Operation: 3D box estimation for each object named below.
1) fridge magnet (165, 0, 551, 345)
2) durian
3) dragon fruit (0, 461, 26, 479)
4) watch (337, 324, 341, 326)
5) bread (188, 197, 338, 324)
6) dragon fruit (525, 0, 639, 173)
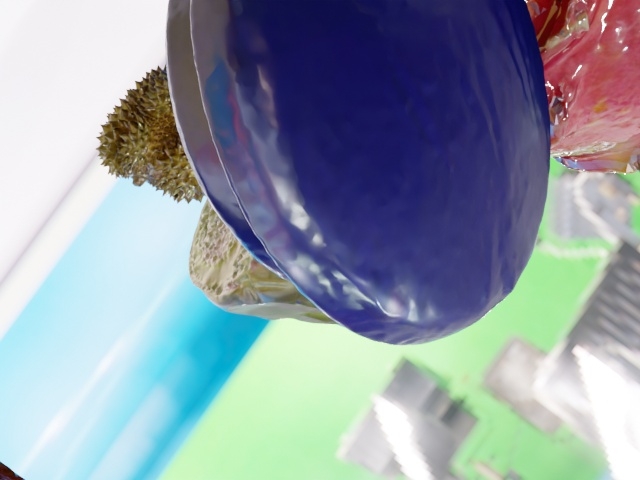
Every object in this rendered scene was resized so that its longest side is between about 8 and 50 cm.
[{"bbox_3d":[0.023,-0.081,0.878,0.112,0.265,0.265,-12,-146,35],"label":"fridge magnet"},{"bbox_3d":[-0.159,-0.118,2.065,0.168,0.158,0.137,-52,-169,-6],"label":"durian"},{"bbox_3d":[-0.159,0.214,0.938,0.152,0.317,0.205,-47,176,-28],"label":"dragon fruit"},{"bbox_3d":[0.068,-0.020,1.685,0.237,0.195,0.068,-40,150,7],"label":"watch"},{"bbox_3d":[0.012,0.001,1.463,0.260,0.156,0.158,-22,-131,61],"label":"bread"},{"bbox_3d":[0.098,-0.188,1.127,0.249,0.371,0.386,-40,151,-37],"label":"dragon fruit"}]
